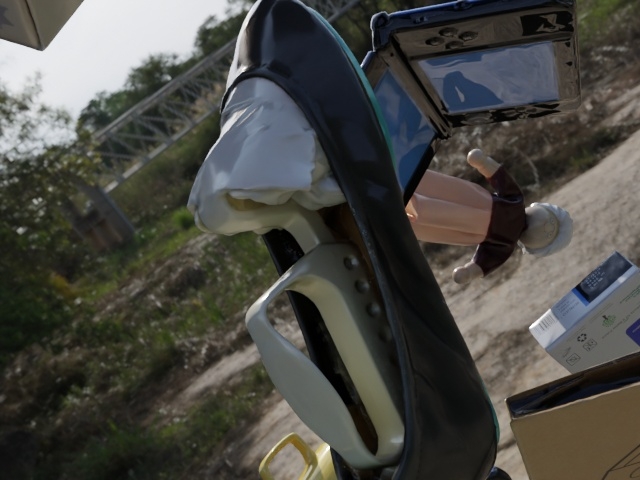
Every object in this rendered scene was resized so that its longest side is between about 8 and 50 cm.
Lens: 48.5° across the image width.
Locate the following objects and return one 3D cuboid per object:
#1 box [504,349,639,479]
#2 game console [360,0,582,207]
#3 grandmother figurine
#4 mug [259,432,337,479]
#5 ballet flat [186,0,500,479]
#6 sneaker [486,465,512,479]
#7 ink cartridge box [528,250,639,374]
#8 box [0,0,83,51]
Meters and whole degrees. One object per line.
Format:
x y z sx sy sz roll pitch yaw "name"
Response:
0.201 0.127 0.399 0.165 0.201 0.021 -21 38 6 "box"
0.140 -0.103 0.736 0.250 0.173 0.293 -4 -9 21 "game console"
0.248 -0.031 1.098 0.104 0.343 0.207 38 117 61 "grandmother figurine"
-0.002 0.172 0.462 0.078 0.062 0.064 19 38 31 "mug"
0.000 0.000 0.346 0.096 0.280 0.095 -16 -14 -39 "ballet flat"
0.104 0.330 0.621 0.147 0.129 0.330 -20 33 37 "sneaker"
0.463 0.167 1.023 0.165 0.333 0.065 -45 27 12 "ink cartridge box"
-0.212 -0.268 0.488 0.126 0.149 0.232 97 -168 -58 "box"
